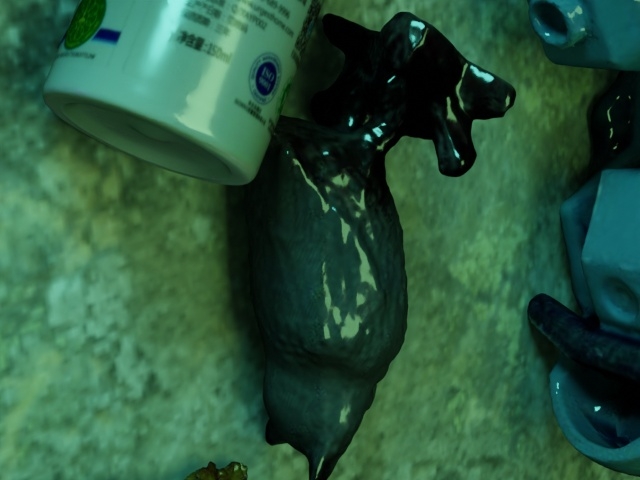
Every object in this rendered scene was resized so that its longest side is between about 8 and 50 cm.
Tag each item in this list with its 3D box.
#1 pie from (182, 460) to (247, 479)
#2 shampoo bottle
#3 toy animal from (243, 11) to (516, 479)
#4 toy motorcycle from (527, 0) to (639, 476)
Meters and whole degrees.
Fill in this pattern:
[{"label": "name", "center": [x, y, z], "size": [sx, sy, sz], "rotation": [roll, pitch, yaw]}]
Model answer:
[{"label": "pie", "center": [-0.100, 0.142, 0.592], "size": [0.191, 0.033, 0.088], "rotation": [3, 100, -46]}, {"label": "shampoo bottle", "center": [-0.016, -0.177, 0.571], "size": [0.092, 0.092, 0.303], "rotation": [29, 77, -45]}, {"label": "toy animal", "center": [-0.003, 0.003, 0.623], "size": [0.117, 0.121, 0.210], "rotation": [16, 93, -27]}, {"label": "toy motorcycle", "center": [0.195, -0.033, 0.761], "size": [0.232, 0.172, 0.416], "rotation": [-37, 121, -25]}]
